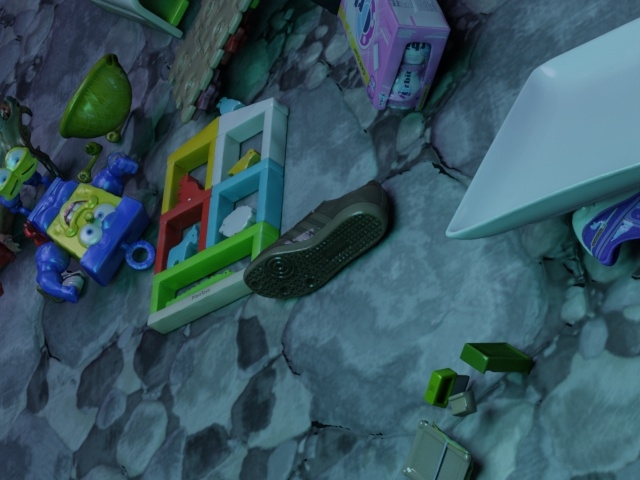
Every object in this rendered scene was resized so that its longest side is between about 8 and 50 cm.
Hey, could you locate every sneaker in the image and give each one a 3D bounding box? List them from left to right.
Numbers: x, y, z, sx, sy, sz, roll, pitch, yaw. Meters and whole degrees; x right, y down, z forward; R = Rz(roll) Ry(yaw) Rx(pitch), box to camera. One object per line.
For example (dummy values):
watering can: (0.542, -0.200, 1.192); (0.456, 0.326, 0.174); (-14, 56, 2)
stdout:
sneaker: (-0.338, 0.058, 2.061); (0.083, 0.032, 0.037); (-5, 50, 40)
sneaker: (0.000, 0.000, 1.689); (0.188, 0.066, 0.071); (-28, 29, 28)
sneaker: (0.303, -0.035, 1.359); (0.170, 0.068, 0.071); (-34, 79, 19)

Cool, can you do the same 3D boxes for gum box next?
gum box: (0.078, -0.235, 1.712); (0.188, 0.062, 0.107); (-108, 26, -46)

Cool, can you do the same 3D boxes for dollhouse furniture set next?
dollhouse furniture set: (0.135, 0.166, 1.431); (0.076, 0.058, 0.152); (32, 110, 47)

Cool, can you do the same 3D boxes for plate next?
plate: (0.266, -0.114, 1.393); (0.277, 0.045, 0.278); (-23, 25, 41)

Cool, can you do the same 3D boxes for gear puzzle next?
gear puzzle: (-0.094, -0.311, 1.959); (0.339, 0.044, 0.175); (-61, 24, 19)

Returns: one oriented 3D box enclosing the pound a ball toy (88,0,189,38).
pound a ball toy: (-0.263, -0.429, 2.227); (0.319, 0.135, 0.208); (29, 88, 53)

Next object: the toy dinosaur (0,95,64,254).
toy dinosaur: (-0.460, -0.046, 2.202); (0.296, 0.127, 0.200); (-47, 15, 48)

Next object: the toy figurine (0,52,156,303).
toy figurine: (-0.278, -0.034, 2.003); (0.217, 0.191, 0.363); (28, 73, 21)

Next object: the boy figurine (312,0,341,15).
boy figurine: (0.042, -0.411, 1.895); (0.177, 0.092, 0.285); (-19, 50, 41)

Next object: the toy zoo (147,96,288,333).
toy zoo: (-0.120, -0.049, 1.876); (0.192, 0.030, 0.293); (-26, 47, 36)
